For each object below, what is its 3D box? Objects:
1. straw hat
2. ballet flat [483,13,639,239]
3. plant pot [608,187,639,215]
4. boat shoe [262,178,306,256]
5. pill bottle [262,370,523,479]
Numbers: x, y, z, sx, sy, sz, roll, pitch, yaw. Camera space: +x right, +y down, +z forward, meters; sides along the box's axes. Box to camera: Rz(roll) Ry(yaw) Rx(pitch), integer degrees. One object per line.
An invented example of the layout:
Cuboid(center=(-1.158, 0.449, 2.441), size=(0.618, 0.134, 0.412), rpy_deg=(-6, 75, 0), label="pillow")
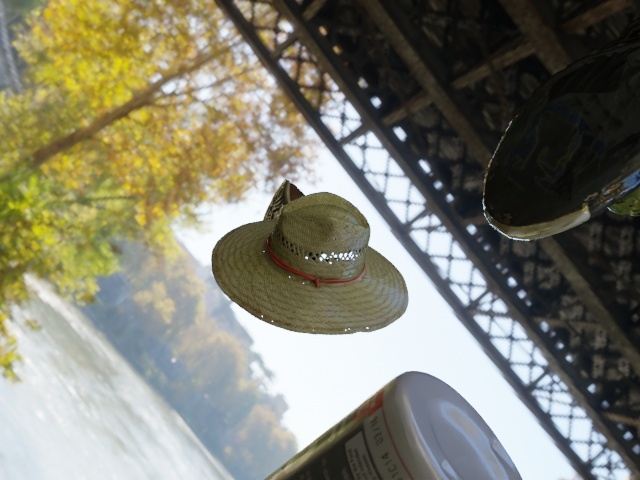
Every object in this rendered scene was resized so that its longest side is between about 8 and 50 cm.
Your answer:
Cuboid(center=(0.000, 0.000, 0.628), size=(0.144, 0.144, 0.061), rpy_deg=(42, -48, 34), label="straw hat")
Cuboid(center=(0.128, -0.056, 0.350), size=(0.057, 0.173, 0.049), rpy_deg=(39, -18, 29), label="ballet flat")
Cuboid(center=(0.358, -0.073, 1.036), size=(0.083, 0.079, 0.083), rpy_deg=(11, -17, 4), label="plant pot")
Cuboid(center=(-0.031, -0.022, 1.094), size=(0.060, 0.064, 0.178), rpy_deg=(26, 16, -16), label="boat shoe")
Cuboid(center=(0.016, 0.249, 0.738), size=(0.161, 0.283, 0.161), rpy_deg=(42, 21, -19), label="pill bottle")
